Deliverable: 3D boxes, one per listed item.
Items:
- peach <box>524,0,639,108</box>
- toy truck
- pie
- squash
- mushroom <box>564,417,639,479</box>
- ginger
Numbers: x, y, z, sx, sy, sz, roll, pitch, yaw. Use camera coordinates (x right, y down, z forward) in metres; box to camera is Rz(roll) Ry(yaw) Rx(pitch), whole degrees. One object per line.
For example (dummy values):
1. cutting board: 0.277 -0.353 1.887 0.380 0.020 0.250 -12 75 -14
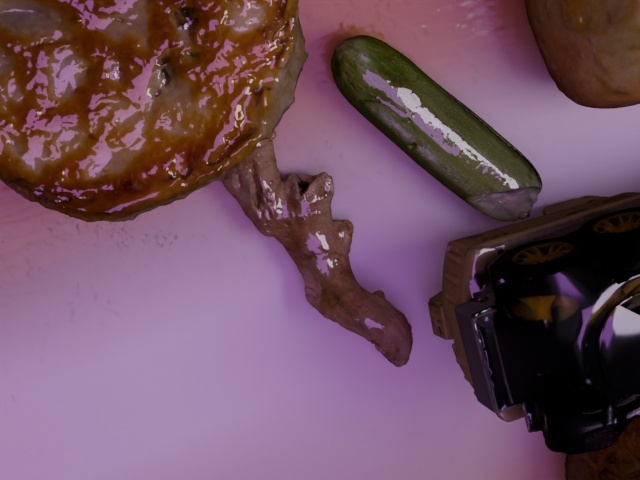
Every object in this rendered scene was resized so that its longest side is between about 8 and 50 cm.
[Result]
1. peach: 0.263 -0.221 1.606 0.214 0.214 0.235 19 118 -10
2. toy truck: 0.295 0.028 1.639 0.405 0.254 0.180 -20 108 -16
3. pie: -0.172 -0.171 1.607 0.315 0.092 0.315 0 94 1
4. squash: 0.104 -0.097 1.674 0.239 0.069 0.069 38 97 -15
5. mushroom: 0.347 0.214 1.721 0.253 0.153 0.253 6 127 8
6. ginger: 0.000 0.000 1.691 0.089 0.075 0.288 -40 100 -2
